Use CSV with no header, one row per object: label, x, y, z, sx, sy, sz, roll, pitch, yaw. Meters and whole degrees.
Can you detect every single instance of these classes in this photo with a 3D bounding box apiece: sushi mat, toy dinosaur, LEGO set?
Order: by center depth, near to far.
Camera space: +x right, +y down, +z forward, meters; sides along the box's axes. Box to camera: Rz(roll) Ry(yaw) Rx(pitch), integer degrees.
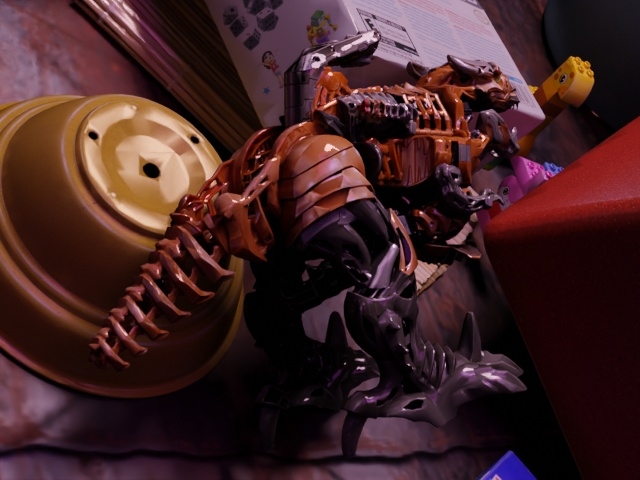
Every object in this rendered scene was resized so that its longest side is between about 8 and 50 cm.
toy dinosaur,0.000,0.000,1.012,0.322,0.164,0.218,-22,104,-16
sushi mat,-0.019,-0.093,1.228,0.316,0.019,0.151,44,41,-1
LEGO set,0.159,-0.092,1.296,0.087,0.093,0.227,18,42,-35

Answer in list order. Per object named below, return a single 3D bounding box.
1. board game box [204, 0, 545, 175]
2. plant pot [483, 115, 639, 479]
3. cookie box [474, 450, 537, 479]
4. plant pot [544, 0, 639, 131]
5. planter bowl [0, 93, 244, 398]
board game box,0.005,-0.197,1.216,0.224,0.097,0.303,14,45,-53
plant pot,0.313,0.040,1.160,0.267,0.235,0.267,-32,101,-48
cookie box,0.125,0.201,1.089,0.107,0.040,0.092,50,42,5
plant pot,0.329,-0.217,1.422,0.271,0.255,0.272,22,46,-25
planter bowl,-0.119,-0.021,1.038,0.217,0.090,0.217,22,47,-25
